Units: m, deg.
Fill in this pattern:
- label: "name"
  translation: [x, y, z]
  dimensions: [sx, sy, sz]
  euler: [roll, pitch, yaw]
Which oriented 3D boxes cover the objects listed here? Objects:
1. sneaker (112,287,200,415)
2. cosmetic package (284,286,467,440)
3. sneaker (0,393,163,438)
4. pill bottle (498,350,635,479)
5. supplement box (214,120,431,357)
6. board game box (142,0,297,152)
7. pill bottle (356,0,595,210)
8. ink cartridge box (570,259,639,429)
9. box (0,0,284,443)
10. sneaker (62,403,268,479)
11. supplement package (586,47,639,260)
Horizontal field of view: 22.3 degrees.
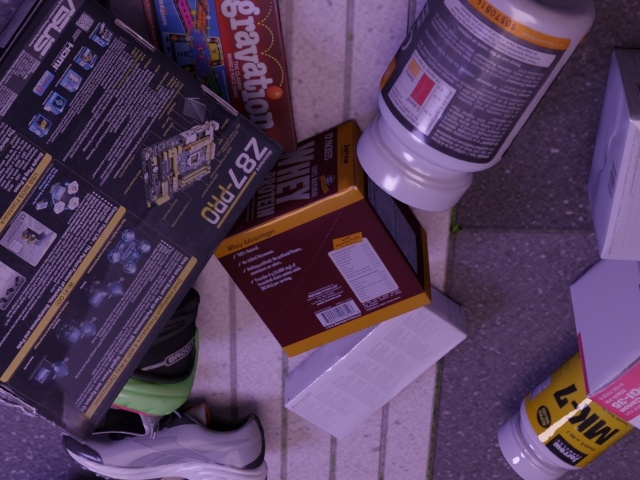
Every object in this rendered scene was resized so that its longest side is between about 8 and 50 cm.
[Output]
- label: "sneaker"
  translation: [-0.345, 0.051, 1.887]
  dimensions: [0.482, 0.202, 0.185]
  euler: [25, 168, -36]
- label: "cosmetic package"
  translation: [0.067, 0.147, 2.046]
  dimensions: [0.099, 0.060, 0.239]
  euler: [33, 121, -26]
- label: "sneaker"
  translation: [-0.326, 0.187, 2.043]
  dimensions: [0.281, 0.115, 0.105]
  euler: [5, 128, -4]
- label: "pill bottle"
  translation: [0.331, 0.216, 2.064]
  dimensions: [0.119, 0.119, 0.208]
  euler: [31, 122, -22]
- label: "supplement box"
  translation: [0.000, 0.000, 1.886]
  dimensions: [0.191, 0.129, 0.194]
  euler: [-22, 125, 17]
- label: "board game box"
  translation: [-0.112, -0.212, 1.785]
  dimensions: [0.145, 0.027, 0.281]
  euler: [-5, 128, 3]
- label: "pill bottle"
  translation: [0.157, -0.175, 1.726]
  dimensions: [0.162, 0.162, 0.278]
  euler: [21, 125, -16]
- label: "ink cartridge box"
  translation: [0.450, 0.153, 1.957]
  dimensions: [0.283, 0.207, 0.117]
  euler: [32, 123, -22]
- label: "box"
  translation: [-0.272, -0.032, 1.722]
  dimensions: [0.318, 0.097, 0.395]
  euler: [36, 84, -23]
- label: "sneaker"
  translation: [-0.202, 0.260, 2.127]
  dimensions: [0.271, 0.100, 0.108]
  euler: [4, 104, 1]
- label: "supplement package"
  translation: [0.417, -0.090, 1.802]
  dimensions: [0.203, 0.149, 0.194]
  euler: [3, 128, -1]
